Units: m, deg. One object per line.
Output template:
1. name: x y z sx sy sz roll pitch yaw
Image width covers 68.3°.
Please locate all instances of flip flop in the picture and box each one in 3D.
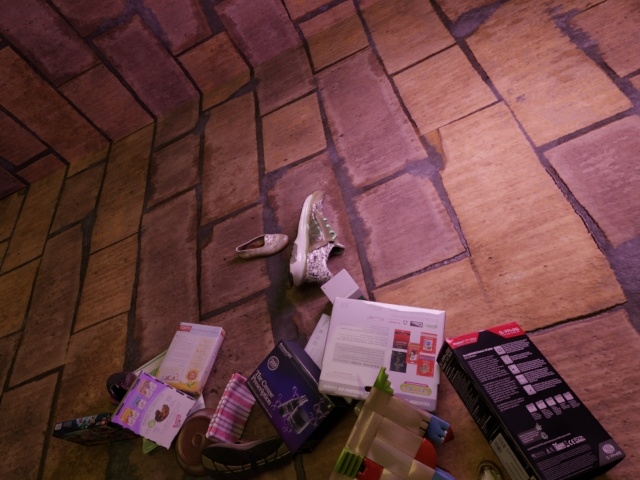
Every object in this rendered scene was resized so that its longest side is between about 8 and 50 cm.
1. flip flop: -0.208 0.614 1.357 0.276 0.080 0.112 -15 89 3

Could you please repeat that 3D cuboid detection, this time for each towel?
1. towel: -0.257 0.512 1.414 0.029 0.144 0.197 5 61 33
2. towel: -0.531 0.529 1.628 0.247 0.038 0.325 -34 47 2

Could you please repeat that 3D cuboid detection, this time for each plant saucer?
1. plant saucer: -0.371 0.618 1.454 0.198 0.036 0.199 -9 61 16

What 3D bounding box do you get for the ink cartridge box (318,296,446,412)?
1. ink cartridge box: 0.169 0.318 1.280 0.309 0.130 0.272 6 59 14

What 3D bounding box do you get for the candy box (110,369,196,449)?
1. candy box: -0.519 0.528 1.475 0.165 0.196 0.070 -61 16 -22

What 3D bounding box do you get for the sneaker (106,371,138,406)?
1. sneaker: -0.666 0.498 1.588 0.281 0.162 0.107 16 65 34

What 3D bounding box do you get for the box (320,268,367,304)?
1. box: 0.076 0.170 1.520 0.101 0.087 0.102 -38 47 -1

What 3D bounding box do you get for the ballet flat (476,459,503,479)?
1. ballet flat: 0.389 0.596 1.047 0.073 0.067 0.206 -21 50 14

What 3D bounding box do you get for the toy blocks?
1. toy blocks: 0.174 0.516 1.054 0.260 0.191 0.382 25 80 14

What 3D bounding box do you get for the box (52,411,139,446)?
1. box: -0.747 0.638 1.584 0.232 0.159 0.044 -17 50 18

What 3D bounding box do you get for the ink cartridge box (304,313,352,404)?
1. ink cartridge box: 0.052 0.357 1.424 0.223 0.045 0.223 16 67 35

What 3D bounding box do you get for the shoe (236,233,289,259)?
1. shoe: -0.224 0.021 1.816 0.218 0.058 0.077 -18 50 17

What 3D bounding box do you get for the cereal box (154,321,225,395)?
1. cereal box: -0.451 0.404 1.633 0.172 0.047 0.240 4 51 18

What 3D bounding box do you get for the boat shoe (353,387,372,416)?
1. boat shoe: 0.146 0.438 1.316 0.045 0.050 0.135 32 75 25

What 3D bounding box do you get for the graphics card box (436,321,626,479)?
1. graphics card box: 0.462 0.372 1.082 0.232 0.094 0.371 -7 43 -23

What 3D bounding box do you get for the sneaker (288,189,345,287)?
1. sneaker: 0.000 0.000 1.690 0.181 0.158 0.411 12 56 -1

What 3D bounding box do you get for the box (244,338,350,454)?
1. box: -0.071 0.441 1.351 0.184 0.103 0.261 -49 55 3
